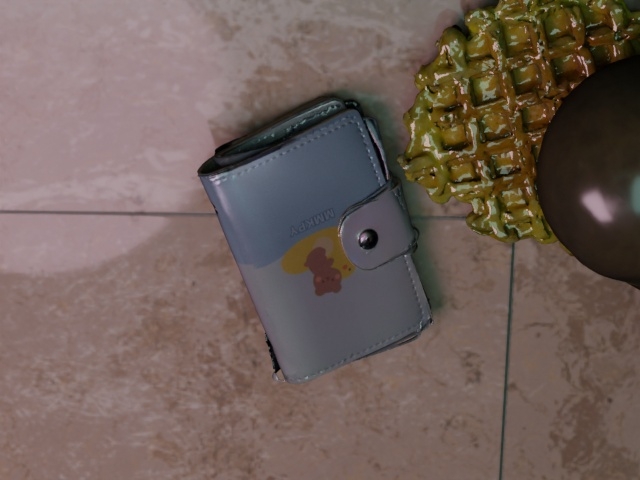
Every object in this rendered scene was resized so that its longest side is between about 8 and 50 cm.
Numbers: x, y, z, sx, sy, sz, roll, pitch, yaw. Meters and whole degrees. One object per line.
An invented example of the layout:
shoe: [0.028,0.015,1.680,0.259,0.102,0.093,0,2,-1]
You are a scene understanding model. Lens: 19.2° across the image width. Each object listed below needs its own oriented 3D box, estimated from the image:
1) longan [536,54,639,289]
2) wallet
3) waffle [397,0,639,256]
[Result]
longan: [0.278,-0.052,1.537,0.212,0.198,0.198,36,108,-22]
wallet: [0.000,0.000,1.666,0.170,0.069,0.231,-24,114,-10]
waffle: [0.201,-0.107,1.633,0.254,0.052,0.245,24,108,-11]
